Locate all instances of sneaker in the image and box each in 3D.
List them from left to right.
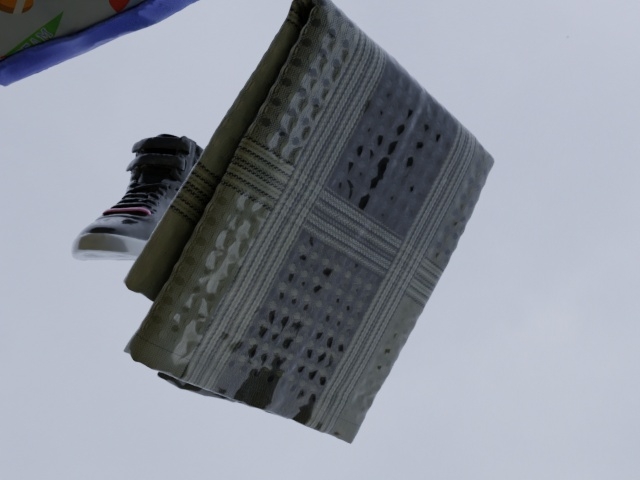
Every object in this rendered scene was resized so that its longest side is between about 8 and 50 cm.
[{"bbox_3d":[-0.201,-0.050,1.215,0.105,0.296,0.146,3,-87,12],"label":"sneaker"}]

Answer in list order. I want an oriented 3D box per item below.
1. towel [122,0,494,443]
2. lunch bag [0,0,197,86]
[{"bbox_3d":[0.000,0.000,0.918,0.056,0.312,0.324,24,-95,41],"label":"towel"},{"bbox_3d":[-0.284,-0.386,1.180,0.328,0.239,0.385,-20,-105,14],"label":"lunch bag"}]
